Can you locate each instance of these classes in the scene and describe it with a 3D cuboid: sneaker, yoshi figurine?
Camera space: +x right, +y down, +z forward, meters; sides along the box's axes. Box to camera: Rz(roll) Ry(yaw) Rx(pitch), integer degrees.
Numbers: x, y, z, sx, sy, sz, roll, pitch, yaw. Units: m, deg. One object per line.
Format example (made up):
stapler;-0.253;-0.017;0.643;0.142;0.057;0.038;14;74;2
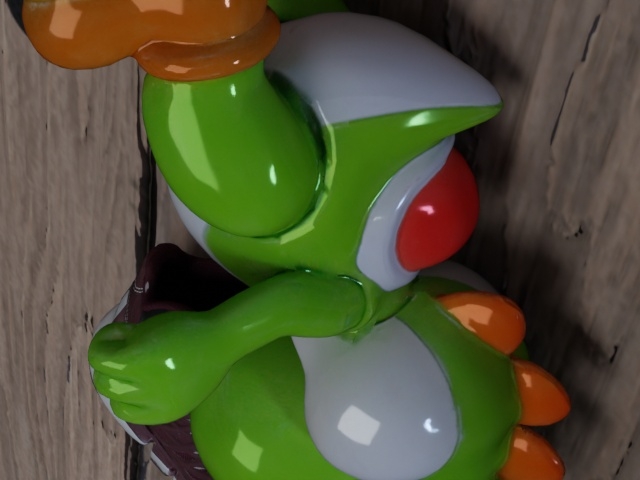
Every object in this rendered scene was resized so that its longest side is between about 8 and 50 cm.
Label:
sneaker;-0.024;0.115;1.076;0.281;0.106;0.162;45;148;14
yoshi figurine;-0.026;0.009;0.886;0.203;0.203;0.362;35;153;60
